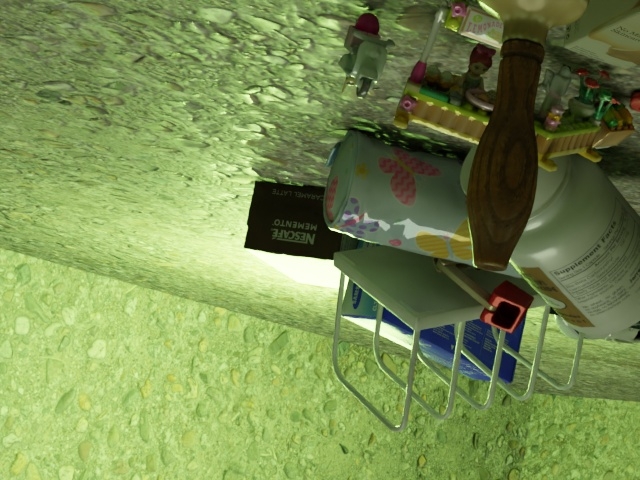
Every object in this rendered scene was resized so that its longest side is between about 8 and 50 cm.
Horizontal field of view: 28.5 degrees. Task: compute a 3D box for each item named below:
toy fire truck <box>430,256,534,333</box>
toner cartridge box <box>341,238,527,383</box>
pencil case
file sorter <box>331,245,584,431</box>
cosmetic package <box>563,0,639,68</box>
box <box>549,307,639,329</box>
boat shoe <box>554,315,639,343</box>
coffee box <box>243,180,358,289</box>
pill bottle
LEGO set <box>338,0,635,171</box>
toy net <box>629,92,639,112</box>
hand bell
[{"bbox_3d":[0.174,0.015,1.484,0.192,0.135,0.047,31,132,12],"label":"toy fire truck"},{"bbox_3d":[0.176,0.083,1.813,0.075,0.165,0.348,1,161,41],"label":"toner cartridge box"},{"bbox_3d":[0.140,-0.041,1.397,0.273,0.124,0.113,12,141,-13],"label":"pencil case"},{"bbox_3d":[0.176,0.109,1.593,0.277,0.173,0.193,-9,-153,-28],"label":"file sorter"},{"bbox_3d":[0.226,-0.158,0.875,0.060,0.041,0.115,15,169,-18],"label":"cosmetic package"},{"bbox_3d":[0.402,0.060,1.719,0.156,0.093,0.158,10,169,6],"label":"box"},{"bbox_3d":[0.468,0.119,1.978,0.088,0.096,0.267,-5,163,43],"label":"boat shoe"},{"bbox_3d":[0.000,0.000,1.796,0.141,0.098,0.246,7,169,19],"label":"coffee box"},{"bbox_3d":[0.244,-0.015,1.267,0.131,0.131,0.229,0,146,47],"label":"pill bottle"},{"bbox_3d":[0.164,-0.133,1.024,0.287,0.107,0.132,10,-155,-21],"label":"LEGO set"},{"bbox_3d":[0.330,-0.085,1.132,0.122,0.045,0.232,15,173,10],"label":"toy net"},{"bbox_3d":[0.118,-0.101,0.740,0.126,0.242,0.126,10,170,2],"label":"hand bell"}]
